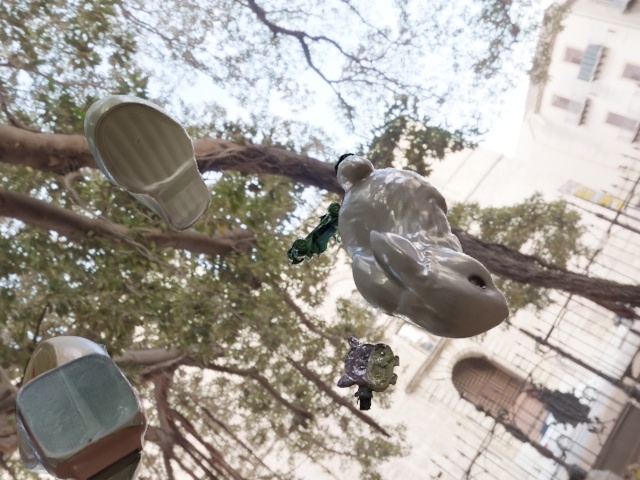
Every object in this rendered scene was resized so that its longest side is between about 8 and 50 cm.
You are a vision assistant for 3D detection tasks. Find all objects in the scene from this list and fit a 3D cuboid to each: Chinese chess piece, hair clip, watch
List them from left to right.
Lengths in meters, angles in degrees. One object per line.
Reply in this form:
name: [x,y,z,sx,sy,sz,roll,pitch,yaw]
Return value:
Chinese chess piece: [-0.659,0.416,1.345,0.140,0.338,0.338,16,-77,-42]
watch: [-0.392,0.326,0.868,0.162,0.253,0.241,-22,-44,-35]
hair clip: [0.123,0.333,1.324,0.056,0.146,0.187,79,-159,-55]

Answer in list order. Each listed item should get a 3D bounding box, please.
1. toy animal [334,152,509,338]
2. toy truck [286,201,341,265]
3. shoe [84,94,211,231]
toy animal: [0.139,0.013,0.830,0.258,0.357,0.194,30,-72,-22]
toy truck: [0.001,-0.001,1.090,0.154,0.078,0.080,-46,-2,-24]
shoe: [-0.295,-0.143,0.845,0.132,0.160,0.363,-48,-15,-12]
